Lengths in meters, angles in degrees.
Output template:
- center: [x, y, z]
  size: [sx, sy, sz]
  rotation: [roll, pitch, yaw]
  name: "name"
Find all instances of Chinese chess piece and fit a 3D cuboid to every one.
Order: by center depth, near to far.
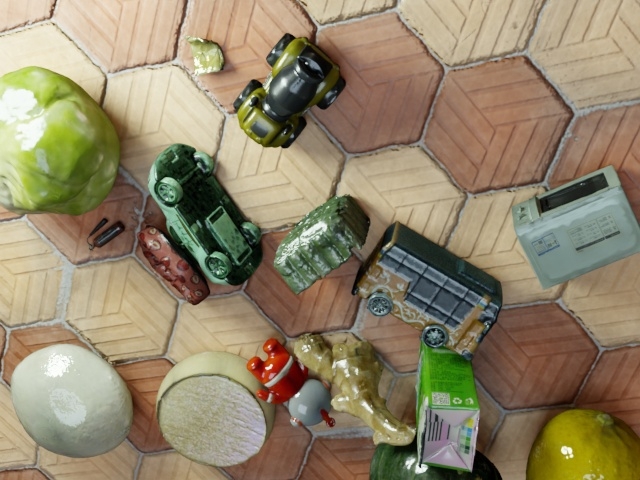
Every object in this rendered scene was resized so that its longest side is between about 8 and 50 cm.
- center: [-0.234, 0.378, 1.918]
  size: [0.269, 0.112, 0.270]
  rotation: [3, 115, 7]
  name: "Chinese chess piece"

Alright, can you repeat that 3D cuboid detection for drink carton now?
- center: [0.249, 0.321, 1.723]
  size: [0.108, 0.271, 0.161]
  rotation: [4, 114, 2]
  name: "drink carton"

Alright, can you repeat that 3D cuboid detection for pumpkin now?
- center: [0.242, 0.522, 1.811]
  size: [0.300, 0.207, 0.300]
  rotation: [27, 160, 11]
  name: "pumpkin"

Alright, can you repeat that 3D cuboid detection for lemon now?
- center: [0.547, 0.490, 1.767]
  size: [0.245, 0.245, 0.320]
  rotation: [9, 117, 5]
  name: "lemon"

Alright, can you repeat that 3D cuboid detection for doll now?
- center: [-0.051, 0.324, 1.871]
  size: [0.245, 0.076, 0.142]
  rotation: [47, 73, -18]
  name: "doll"

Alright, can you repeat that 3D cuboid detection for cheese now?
- center: [-0.222, -0.360, 1.625]
  size: [0.060, 0.041, 0.084]
  rotation: [-7, 128, 20]
  name: "cheese"

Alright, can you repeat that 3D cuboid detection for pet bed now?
- center: [-0.299, 0.052, 1.751]
  size: [0.053, 0.201, 0.201]
  rotation: [-45, 103, -15]
  name: "pet bed"

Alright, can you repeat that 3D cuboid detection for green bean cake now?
- center: [0.000, 0.000, 1.675]
  size: [0.181, 0.173, 0.094]
  rotation: [-35, 102, 23]
  name: "green bean cake"

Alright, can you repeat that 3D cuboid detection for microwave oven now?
- center: [0.483, -0.025, 1.612]
  size: [0.208, 0.122, 0.162]
  rotation: [-24, 108, 19]
  name: "microwave oven"

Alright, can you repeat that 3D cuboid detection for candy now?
- center: [-0.562, 0.368, 1.931]
  size: [0.295, 0.185, 0.296]
  rotation: [6, 120, 10]
  name: "candy"

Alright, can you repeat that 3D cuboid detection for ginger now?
- center: [0.079, 0.304, 1.792]
  size: [0.147, 0.334, 0.081]
  rotation: [-25, 146, -20]
  name: "ginger"

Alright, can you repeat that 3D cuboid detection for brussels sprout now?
- center: [-0.524, -0.170, 1.649]
  size: [0.273, 0.243, 0.317]
  rotation: [20, 119, 8]
  name: "brussels sprout"

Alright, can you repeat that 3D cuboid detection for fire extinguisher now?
- center: [-0.468, -0.014, 1.826]
  size: [0.100, 0.032, 0.046]
  rotation: [-33, 116, 15]
  name: "fire extinguisher"

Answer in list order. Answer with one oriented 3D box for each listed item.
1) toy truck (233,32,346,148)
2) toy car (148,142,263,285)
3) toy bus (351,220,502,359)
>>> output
- center: [-0.067, -0.261, 1.574]
  size: [0.147, 0.165, 0.224]
  rotation: [40, 114, -10]
  name: "toy truck"
- center: [-0.243, -0.044, 1.724]
  size: [0.125, 0.136, 0.306]
  rotation: [-23, 109, 41]
  name: "toy car"
- center: [0.219, 0.099, 1.705]
  size: [0.275, 0.138, 0.167]
  rotation: [31, 113, -3]
  name: "toy bus"
